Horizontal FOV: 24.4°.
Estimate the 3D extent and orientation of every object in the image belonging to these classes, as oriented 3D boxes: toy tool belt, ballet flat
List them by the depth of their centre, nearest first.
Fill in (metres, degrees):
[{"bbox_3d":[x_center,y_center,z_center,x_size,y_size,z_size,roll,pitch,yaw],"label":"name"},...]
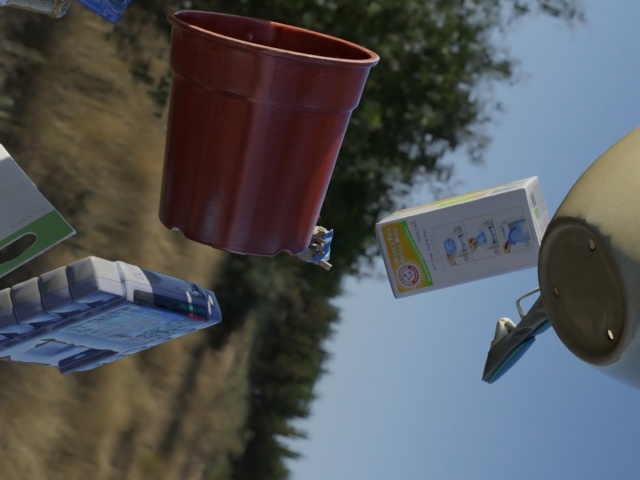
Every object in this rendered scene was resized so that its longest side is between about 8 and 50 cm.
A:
[{"bbox_3d":[0.000,0.000,2.153,0.052,0.051,0.083,-27,134,-44],"label":"toy tool belt"},{"bbox_3d":[0.305,0.128,2.230,0.213,0.068,0.072,-47,161,26],"label":"ballet flat"}]

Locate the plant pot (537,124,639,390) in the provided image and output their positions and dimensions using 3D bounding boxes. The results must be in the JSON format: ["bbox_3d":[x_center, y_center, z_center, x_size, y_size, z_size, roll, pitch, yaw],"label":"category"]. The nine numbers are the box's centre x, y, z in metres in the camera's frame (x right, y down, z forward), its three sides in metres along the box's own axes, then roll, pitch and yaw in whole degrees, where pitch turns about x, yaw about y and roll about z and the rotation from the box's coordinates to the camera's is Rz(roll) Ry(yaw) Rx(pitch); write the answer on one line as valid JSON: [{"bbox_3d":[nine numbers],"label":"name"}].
[{"bbox_3d":[0.306,0.024,1.303,0.284,0.191,0.284,38,-45,52],"label":"plant pot"}]

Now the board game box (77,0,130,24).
[{"bbox_3d":[-0.287,-0.347,1.960,0.090,0.090,0.020,-59,-163,1],"label":"board game box"}]

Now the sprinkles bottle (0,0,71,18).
[{"bbox_3d":[-0.534,-0.412,2.135,0.121,0.355,0.121,-28,-122,59],"label":"sprinkles bottle"}]

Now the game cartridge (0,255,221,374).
[{"bbox_3d":[-0.285,0.100,1.828,0.355,0.230,0.068,23,52,-69],"label":"game cartridge"}]

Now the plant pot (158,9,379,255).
[{"bbox_3d":[-0.085,-0.133,1.886,0.272,0.272,0.265,-75,177,-76],"label":"plant pot"}]

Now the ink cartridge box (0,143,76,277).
[{"bbox_3d":[-0.456,-0.021,2.026,0.171,0.235,0.056,-33,145,-18],"label":"ink cartridge box"}]

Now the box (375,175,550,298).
[{"bbox_3d":[0.188,-0.004,1.904,0.114,0.203,0.103,-31,106,-72],"label":"box"}]
